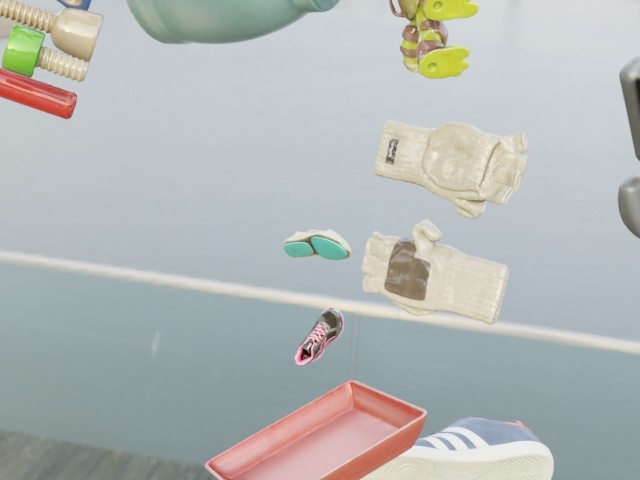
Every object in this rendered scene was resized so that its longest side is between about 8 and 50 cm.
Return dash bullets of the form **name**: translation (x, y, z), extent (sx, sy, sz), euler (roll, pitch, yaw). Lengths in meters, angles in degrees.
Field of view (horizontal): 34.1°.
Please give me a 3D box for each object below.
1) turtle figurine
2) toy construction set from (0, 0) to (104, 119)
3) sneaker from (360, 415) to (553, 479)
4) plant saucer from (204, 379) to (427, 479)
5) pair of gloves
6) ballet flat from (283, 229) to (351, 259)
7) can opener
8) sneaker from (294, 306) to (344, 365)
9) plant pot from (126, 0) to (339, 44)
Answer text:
- **turtle figurine**: translation (0.127, -0.294, 1.192), extent (0.087, 0.270, 0.217), euler (11, 34, -12)
- **toy construction set**: translation (-0.258, -0.275, 0.796), extent (0.237, 0.309, 0.257), euler (17, 3, -15)
- **sneaker**: translation (0.206, 0.366, 1.761), extent (0.350, 0.131, 0.148), euler (1, 24, -9)
- **plant saucer**: translation (-0.006, 0.290, 1.426), extent (0.258, 0.048, 0.259), euler (-28, 11, -18)
- **pair of gloves**: translation (0.149, -0.024, 1.278), extent (0.204, 0.240, 0.042), euler (7, -1, 37)
- **ballet flat**: translation (0.000, 0.000, 1.833), extent (0.168, 0.057, 0.052), euler (2, 41, 47)
- **can opener**: translation (0.428, -0.106, 1.360), extent (0.095, 0.283, 0.076), euler (-42, 46, -13)
- **sneaker**: translation (-0.005, 0.160, 1.702), extent (0.047, 0.119, 0.057), euler (39, 27, 14)
- **plant pot**: translation (-0.071, -0.357, 1.177), extent (0.196, 0.293, 0.293), euler (11, 19, 20)
